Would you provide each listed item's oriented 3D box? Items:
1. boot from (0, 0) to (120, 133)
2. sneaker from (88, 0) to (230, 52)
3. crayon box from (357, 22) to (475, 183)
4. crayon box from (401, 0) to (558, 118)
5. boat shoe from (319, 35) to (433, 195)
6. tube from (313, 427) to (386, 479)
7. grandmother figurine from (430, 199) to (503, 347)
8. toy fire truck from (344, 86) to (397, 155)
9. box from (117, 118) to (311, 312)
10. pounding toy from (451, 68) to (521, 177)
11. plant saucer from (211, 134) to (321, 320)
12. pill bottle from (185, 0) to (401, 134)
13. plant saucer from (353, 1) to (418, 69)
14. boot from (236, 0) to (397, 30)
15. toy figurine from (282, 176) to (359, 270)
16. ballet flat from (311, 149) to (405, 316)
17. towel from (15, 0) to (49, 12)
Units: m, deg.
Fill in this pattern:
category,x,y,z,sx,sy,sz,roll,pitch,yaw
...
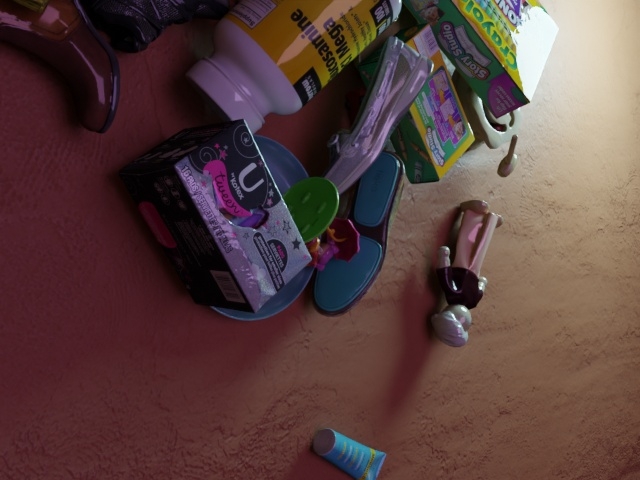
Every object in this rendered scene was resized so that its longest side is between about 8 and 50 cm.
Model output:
category,x,y,z,sx,sy,sz,roll,pitch,yaw
boot,-0.410,-0.258,0.900,0.281,0.096,0.264,-15,100,-43
sneaker,-0.243,-0.338,1.072,0.228,0.087,0.130,-1,93,-41
crayon box,0.202,-0.276,1.442,0.165,0.081,0.278,-46,119,-35
crayon box,0.360,-0.505,1.564,0.363,0.106,0.313,45,49,-19
boat shoe,0.080,-0.217,1.296,0.103,0.118,0.320,34,97,-8
tube,0.062,0.430,1.399,0.207,0.052,0.080,42,73,-43
grandmother figurine,0.331,0.078,1.626,0.208,0.104,0.342,30,67,-31
toy fire truck,0.124,-0.225,1.456,0.135,0.047,0.192,-24,105,-42
box,-0.149,-0.036,1.047,0.142,0.163,0.247,-44,119,-34
pounding toy,0.425,-0.297,1.675,0.154,0.155,0.269,-51,123,-26
plant saucer,-0.125,-0.022,1.215,0.318,0.044,0.317,1,88,-44
pill bottle,-0.047,-0.324,1.129,0.334,0.188,0.188,-44,123,-3
plant saucer,0.127,-0.424,1.461,0.188,0.045,0.188,0,90,-45
boot,0.001,-0.422,1.270,0.305,0.115,0.112,-3,93,-30
toy figurine,0.000,0.000,1.246,0.173,0.130,0.159,-53,137,-4
ballet flat,0.082,-0.006,1.377,0.123,0.123,0.348,31,74,-40
towel,-0.371,-0.396,0.916,0.102,0.021,0.237,24,51,-22
